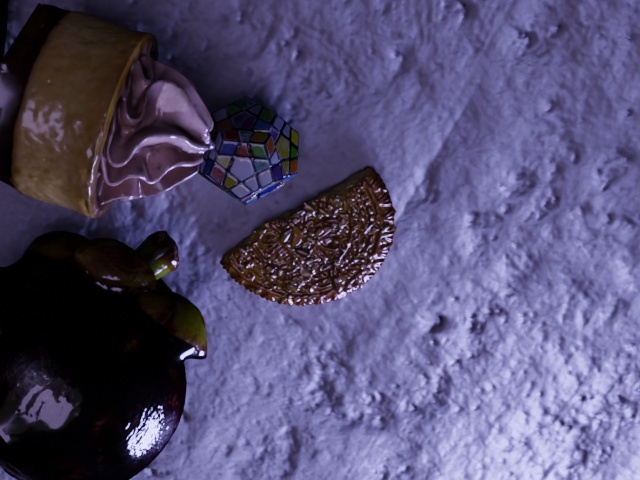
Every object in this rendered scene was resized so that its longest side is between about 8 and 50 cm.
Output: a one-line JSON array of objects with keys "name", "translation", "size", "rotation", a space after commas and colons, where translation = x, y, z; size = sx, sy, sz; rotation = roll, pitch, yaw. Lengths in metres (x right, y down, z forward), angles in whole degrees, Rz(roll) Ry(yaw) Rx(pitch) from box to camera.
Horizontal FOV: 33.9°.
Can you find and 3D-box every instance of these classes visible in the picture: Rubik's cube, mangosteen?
[{"name": "Rubik's cube", "translation": [-0.075, -0.090, 1.064], "size": [0.111, 0.093, 0.111], "rotation": [2, 117, 4]}, {"name": "mangosteen", "translation": [-0.248, 0.120, 1.105], "size": [0.287, 0.287, 0.233], "rotation": [-7, 126, 6]}]

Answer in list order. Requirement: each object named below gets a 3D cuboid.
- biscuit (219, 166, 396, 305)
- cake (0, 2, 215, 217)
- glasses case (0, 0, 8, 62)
[{"name": "biscuit", "translation": [0.000, 0.012, 1.149], "size": [0.206, 0.025, 0.126], "rotation": [-31, 112, 17]}, {"name": "cake", "translation": [-0.192, -0.110, 0.994], "size": [0.178, 0.208, 0.185], "rotation": [16, 86, 8]}, {"name": "glasses case", "translation": [-0.359, -0.152, 1.042], "size": [0.067, 0.103, 0.266], "rotation": [17, 115, -4]}]
